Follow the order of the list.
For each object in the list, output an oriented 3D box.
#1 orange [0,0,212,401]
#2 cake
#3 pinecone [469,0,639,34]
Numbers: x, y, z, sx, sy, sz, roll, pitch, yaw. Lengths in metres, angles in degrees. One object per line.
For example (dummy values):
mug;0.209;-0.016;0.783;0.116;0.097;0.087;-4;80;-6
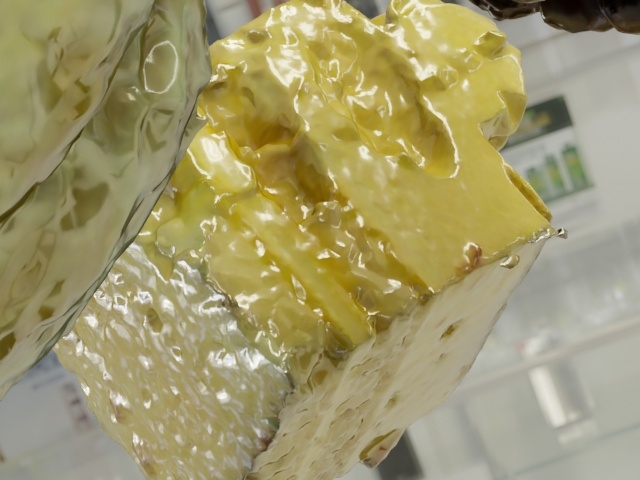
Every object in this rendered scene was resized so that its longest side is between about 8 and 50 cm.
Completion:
orange;-0.156;-0.045;0.491;0.369;0.210;0.271;-25;47;40
cake;0.000;0.000;1.127;0.286;0.222;0.227;-28;-20;-32
pinecone;0.118;-0.215;0.820;0.243;0.243;0.257;-22;-7;-6
